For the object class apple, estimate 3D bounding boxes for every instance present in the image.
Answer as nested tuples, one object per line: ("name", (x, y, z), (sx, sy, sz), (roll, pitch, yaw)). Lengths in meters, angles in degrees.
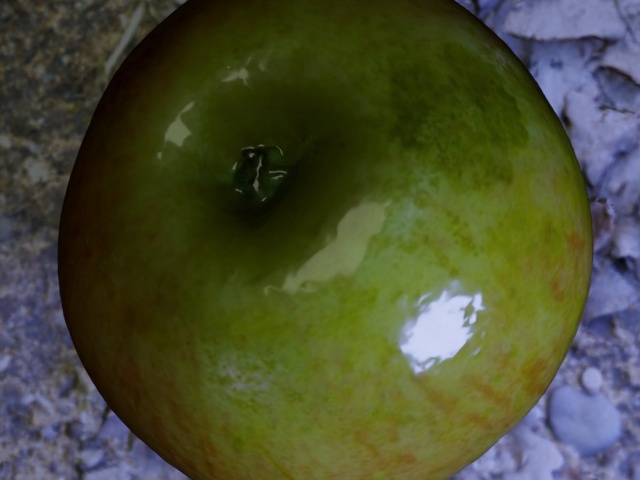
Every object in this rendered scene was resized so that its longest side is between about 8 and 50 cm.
("apple", (0.000, 0.000, 0.814), (0.339, 0.339, 0.340), (-1, 84, 7))
